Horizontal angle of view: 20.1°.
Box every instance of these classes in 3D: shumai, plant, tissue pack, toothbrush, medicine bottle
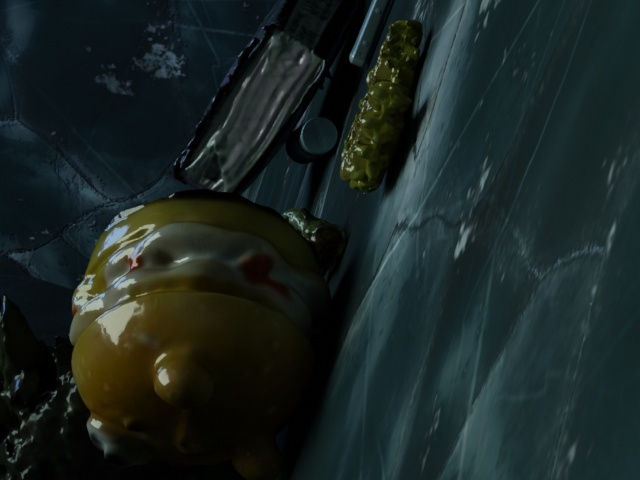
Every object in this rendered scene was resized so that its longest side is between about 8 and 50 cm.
[{"bbox_3d":[0.000,0.000,1.939,0.080,0.082,0.083,-14,85,42],"label":"shumai"},{"bbox_3d":[-0.283,0.196,1.988,0.215,0.312,0.213,-54,21,17],"label":"plant"},{"bbox_3d":[-0.061,-0.218,2.454,0.259,0.122,0.361,-55,6,25],"label":"tissue pack"},{"bbox_3d":[0.100,-0.356,2.152,0.030,0.025,0.342,-70,2,-62],"label":"toothbrush"},{"bbox_3d":[-0.012,-0.131,2.371,0.191,0.051,0.051,163,125,-83],"label":"medicine bottle"}]

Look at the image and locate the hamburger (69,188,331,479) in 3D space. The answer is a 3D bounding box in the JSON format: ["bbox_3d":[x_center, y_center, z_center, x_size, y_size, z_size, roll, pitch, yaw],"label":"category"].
[{"bbox_3d":[-0.121,0.115,1.809,0.276,0.276,0.236,115,159,-49],"label":"hamburger"}]

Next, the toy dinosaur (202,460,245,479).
[{"bbox_3d":[-0.151,0.332,2.160,0.301,0.087,0.447,123,167,-67],"label":"toy dinosaur"}]

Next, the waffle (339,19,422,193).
[{"bbox_3d":[0.064,-0.132,1.753,0.194,0.051,0.149,-72,5,-47],"label":"waffle"}]
